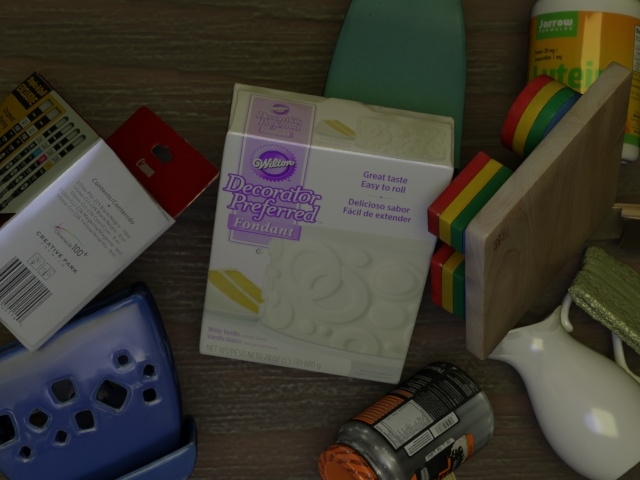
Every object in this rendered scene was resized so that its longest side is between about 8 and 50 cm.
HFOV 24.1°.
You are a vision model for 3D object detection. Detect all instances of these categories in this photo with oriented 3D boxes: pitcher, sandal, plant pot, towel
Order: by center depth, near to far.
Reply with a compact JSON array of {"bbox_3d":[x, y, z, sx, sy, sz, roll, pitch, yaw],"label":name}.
[{"bbox_3d":[-0.258,0.191,1.665,0.236,0.236,0.212,-24,94,-4],"label":"plant pot"},{"bbox_3d":[0.084,-0.187,1.732,0.165,0.166,0.234,10,78,-2],"label":"plant pot"},{"bbox_3d":[0.318,0.164,1.752,0.177,0.125,0.207,-35,78,-19],"label":"pitcher"},{"bbox_3d":[0.361,0.077,1.767,0.148,0.110,0.027,38,130,-2],"label":"towel"},{"bbox_3d":[0.303,-0.047,1.784,0.240,0.088,0.079,9,53,6],"label":"sandal"}]

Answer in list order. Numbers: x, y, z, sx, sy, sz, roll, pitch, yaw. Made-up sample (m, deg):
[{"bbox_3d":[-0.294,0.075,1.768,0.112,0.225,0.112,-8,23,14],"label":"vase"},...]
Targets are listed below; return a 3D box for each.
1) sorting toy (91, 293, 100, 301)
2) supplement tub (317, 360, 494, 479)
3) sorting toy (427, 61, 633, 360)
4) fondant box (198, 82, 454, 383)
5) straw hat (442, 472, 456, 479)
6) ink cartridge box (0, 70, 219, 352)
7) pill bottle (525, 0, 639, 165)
[{"bbox_3d":[-0.273,0.021,1.754,0.061,0.042,0.102,26,74,16],"label":"sorting toy"},{"bbox_3d":[0.096,0.230,1.700,0.190,0.117,0.117,-32,89,-29],"label":"supplement tub"},{"bbox_3d":[0.213,-0.042,1.589,0.089,0.257,0.255,33,67,23],"label":"sorting toy"},{"bbox_3d":[0.000,0.000,1.652,0.238,0.096,0.330,9,130,-2],"label":"fondant box"},{"bbox_3d":[0.102,0.307,1.756,0.144,0.061,0.144,0,88,-2],"label":"straw hat"},{"bbox_3d":[-0.285,-0.064,1.626,0.272,0.309,0.130,-43,120,-5],"label":"ink cartridge box"},{"bbox_3d":[0.310,-0.215,1.753,0.136,0.136,0.246,4,87,-2],"label":"pill bottle"}]
